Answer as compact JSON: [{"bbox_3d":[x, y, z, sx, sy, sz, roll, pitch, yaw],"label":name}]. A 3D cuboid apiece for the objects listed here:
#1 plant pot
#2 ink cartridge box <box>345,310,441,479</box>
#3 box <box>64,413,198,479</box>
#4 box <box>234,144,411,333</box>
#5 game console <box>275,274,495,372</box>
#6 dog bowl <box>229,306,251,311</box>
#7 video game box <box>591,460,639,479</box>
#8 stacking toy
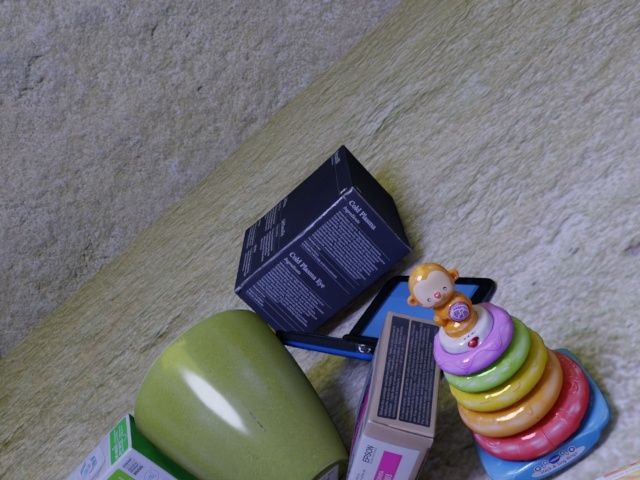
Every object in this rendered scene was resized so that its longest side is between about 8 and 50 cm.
[{"bbox_3d":[-0.098,0.303,1.200,0.293,0.275,0.275,37,83,34],"label":"plant pot"},{"bbox_3d":[0.097,0.247,1.047,0.193,0.088,0.235,-73,-4,-48],"label":"ink cartridge box"},{"bbox_3d":[-0.303,0.474,1.290,0.231,0.262,0.127,-47,23,1],"label":"box"},{"bbox_3d":[0.000,0.000,1.594,0.312,0.179,0.343,-41,17,14],"label":"box"},{"bbox_3d":[0.102,0.122,1.300,0.293,0.250,0.173,-4,74,58],"label":"game console"},{"bbox_3d":[-0.209,0.276,1.629,0.265,0.104,0.265,-37,23,19],"label":"dog bowl"},{"bbox_3d":[0.302,0.332,0.773,0.205,0.048,0.187,-35,29,25],"label":"video game box"},{"bbox_3d":[0.202,0.137,0.924,0.175,0.302,0.166,-34,25,11],"label":"stacking toy"}]
